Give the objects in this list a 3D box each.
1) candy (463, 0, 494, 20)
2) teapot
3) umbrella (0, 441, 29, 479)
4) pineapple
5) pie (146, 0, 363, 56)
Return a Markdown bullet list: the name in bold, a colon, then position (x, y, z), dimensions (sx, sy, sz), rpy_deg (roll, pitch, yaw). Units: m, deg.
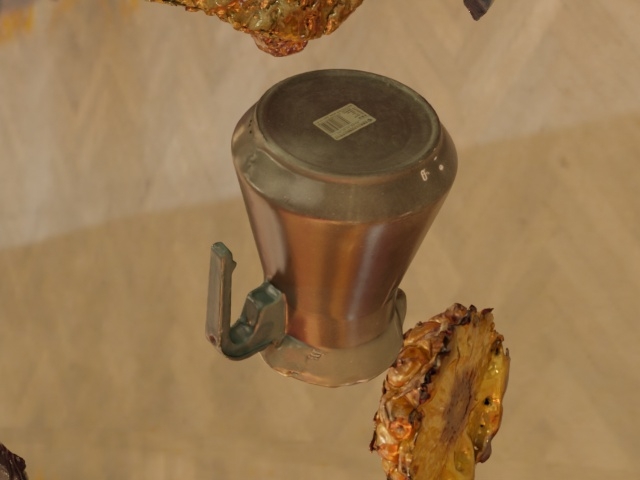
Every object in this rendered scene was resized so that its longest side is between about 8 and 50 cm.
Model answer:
- **candy**: position (0.115, -0.222, 1.048), dimensions (0.038, 0.136, 0.088), rpy_deg (-29, 101, 42)
- **teapot**: position (0.000, 0.000, 1.108), dimensions (0.171, 0.203, 0.225), rpy_deg (42, 142, 35)
- **umbrella**: position (-0.299, 0.131, 1.096), dimensions (0.046, 0.050, 0.188), rpy_deg (-38, 92, 19)
- **pineapple**: position (0.108, 0.154, 1.326), dimensions (0.076, 0.225, 0.224), rpy_deg (13, 97, 31)
- **pie**: position (-0.083, -0.415, 1.505), dimensions (0.395, 0.418, 0.180), rpy_deg (-59, 38, 8)
